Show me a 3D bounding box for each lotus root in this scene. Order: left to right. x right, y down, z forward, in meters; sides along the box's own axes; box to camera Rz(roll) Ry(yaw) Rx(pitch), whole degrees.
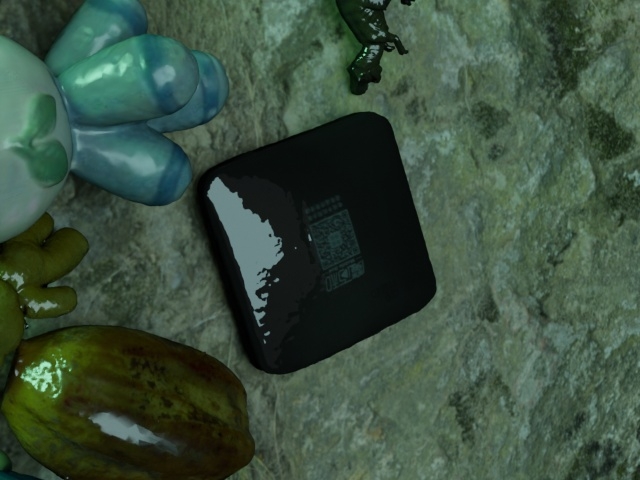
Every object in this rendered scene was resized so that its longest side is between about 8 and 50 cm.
[{"bbox_3d":[-0.226,0.197,1.239,0.291,0.193,0.193,24,81,-32],"label":"lotus root"}]

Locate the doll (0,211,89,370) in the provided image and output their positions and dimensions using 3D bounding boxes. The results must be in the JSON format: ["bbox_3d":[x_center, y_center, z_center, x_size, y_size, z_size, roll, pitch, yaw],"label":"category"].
[{"bbox_3d":[-0.338,0.049,1.182,0.137,0.097,0.209,44,42,-4],"label":"doll"}]

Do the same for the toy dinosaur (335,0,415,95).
[{"bbox_3d":[0.030,-0.277,1.405,0.179,0.087,0.187,-16,100,-31],"label":"toy dinosaur"}]

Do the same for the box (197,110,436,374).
[{"bbox_3d":[0.000,0.000,1.413,0.290,0.073,0.288,-25,105,-28],"label":"box"}]

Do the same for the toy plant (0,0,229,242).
[{"bbox_3d":[-0.248,-0.136,1.159,0.332,0.247,0.247,-16,102,-30],"label":"toy plant"}]

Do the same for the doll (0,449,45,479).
[{"bbox_3d":[-0.337,0.385,1.133,0.186,0.198,0.321,12,82,1],"label":"doll"}]
